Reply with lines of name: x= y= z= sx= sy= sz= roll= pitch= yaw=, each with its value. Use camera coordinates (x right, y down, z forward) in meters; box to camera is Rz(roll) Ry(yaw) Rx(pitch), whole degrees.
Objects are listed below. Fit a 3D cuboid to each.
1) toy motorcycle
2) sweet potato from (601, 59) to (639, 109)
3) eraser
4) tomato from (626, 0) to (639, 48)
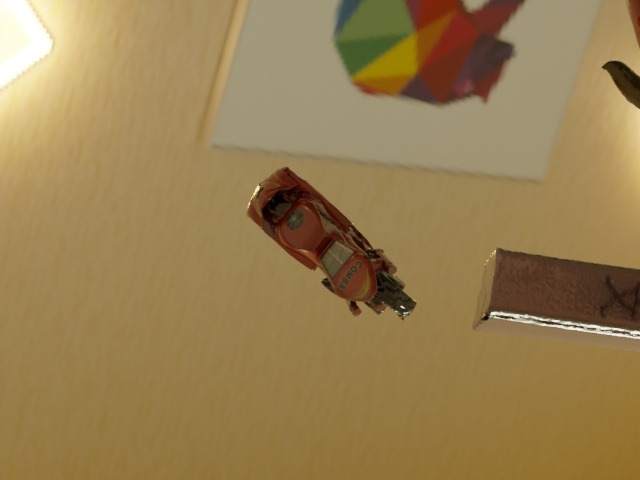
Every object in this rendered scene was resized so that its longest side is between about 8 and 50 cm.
toy motorcycle: x=0.002 y=0.000 z=1.827 sx=0.298 sy=0.089 sz=0.171 roll=43 pitch=-178 yaw=32
sweet potato: x=0.443 y=-0.143 z=1.680 sx=0.249 sy=0.069 sz=0.059 roll=42 pitch=175 yaw=-8
eraser: x=0.440 y=0.105 z=2.261 sx=0.359 sy=0.122 sz=0.272 roll=9 pitch=173 yaw=3
tomato: x=0.393 y=-0.247 z=1.386 sx=0.195 sy=0.195 sz=0.136 roll=6 pitch=-176 yaw=-35
